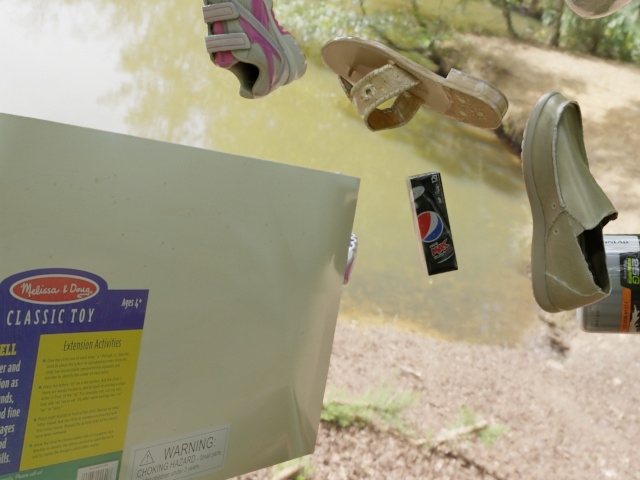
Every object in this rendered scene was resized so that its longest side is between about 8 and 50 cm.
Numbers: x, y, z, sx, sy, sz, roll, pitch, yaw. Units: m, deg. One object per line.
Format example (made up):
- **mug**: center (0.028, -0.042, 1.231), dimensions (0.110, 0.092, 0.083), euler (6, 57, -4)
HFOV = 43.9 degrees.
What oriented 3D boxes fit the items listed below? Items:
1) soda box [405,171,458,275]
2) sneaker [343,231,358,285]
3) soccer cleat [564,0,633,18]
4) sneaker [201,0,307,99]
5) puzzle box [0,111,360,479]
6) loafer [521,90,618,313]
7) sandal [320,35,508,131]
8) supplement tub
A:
- **soda box**: center (0.187, -0.029, 1.338), dimensions (0.053, 0.169, 0.060), euler (-12, 6, -2)
- **sneaker**: center (0.000, 0.000, 1.435), dimensions (0.104, 0.095, 0.236), euler (9, 27, -17)
- **soccer cleat**: center (0.464, -0.415, 1.049), dimensions (0.116, 0.331, 0.143), euler (48, -10, -5)
- **sneaker**: center (-0.121, -0.313, 1.166), dimensions (0.103, 0.252, 0.111), euler (1, 45, 49)
- **puzzle box**: center (-0.122, 0.059, 0.599), dimensions (0.052, 0.272, 0.409), euler (14, 5, 36)
- **loafer**: center (0.305, -0.045, 0.951), dimensions (0.092, 0.269, 0.102), euler (0, 8, 40)
- **sandal**: center (0.079, -0.154, 0.869), dimensions (0.240, 0.079, 0.088), euler (23, -19, 28)
- **supplement tub**: center (0.645, 0.082, 1.485), dimensions (0.315, 0.194, 0.193), euler (-1, 22, 15)
